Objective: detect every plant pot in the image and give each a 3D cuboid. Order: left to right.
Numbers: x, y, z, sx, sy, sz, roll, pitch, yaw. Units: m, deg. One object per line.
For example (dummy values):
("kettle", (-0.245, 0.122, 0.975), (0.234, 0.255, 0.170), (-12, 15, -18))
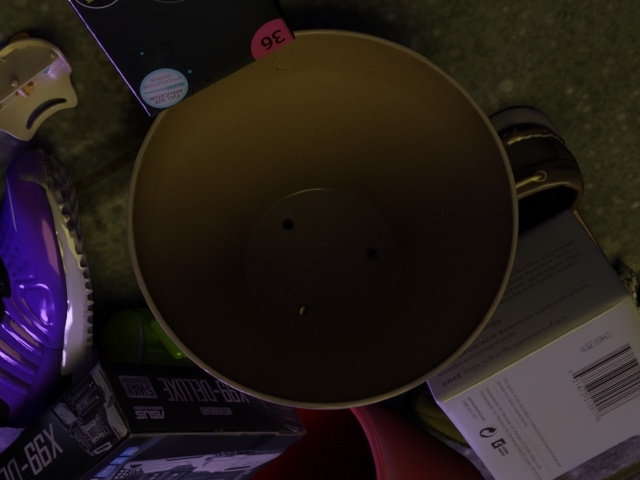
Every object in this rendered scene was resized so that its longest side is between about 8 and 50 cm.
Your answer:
("plant pot", (0.000, 0.000, 0.962), (0.284, 0.284, 0.191), (-17, 168, -5))
("plant pot", (0.034, 0.286, 1.219), (0.243, 0.275, 0.275), (21, 120, -45))

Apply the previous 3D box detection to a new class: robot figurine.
("robot figurine", (-0.149, 0.095, 1.096), (0.115, 0.067, 0.101), (4, 158, -24))

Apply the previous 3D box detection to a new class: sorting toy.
("sorting toy", (-0.221, -0.109, 0.912), (0.083, 0.045, 0.075), (-37, 146, -2))

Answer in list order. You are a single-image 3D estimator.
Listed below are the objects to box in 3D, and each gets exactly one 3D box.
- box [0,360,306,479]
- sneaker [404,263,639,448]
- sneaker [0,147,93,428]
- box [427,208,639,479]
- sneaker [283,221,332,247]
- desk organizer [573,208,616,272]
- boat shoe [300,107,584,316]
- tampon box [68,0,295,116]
("box", (-0.199, 0.229, 1.107), (0.307, 0.076, 0.242), (-41, 152, 23))
("sneaker", (0.282, 0.113, 1.256), (0.410, 0.158, 0.182), (-6, 100, -12))
("sneaker", (-0.266, 0.059, 0.999), (0.146, 0.102, 0.293), (-5, 131, -14))
("box", (0.191, 0.102, 1.053), (0.182, 0.119, 0.181), (-30, 132, 7))
("sneaker", (-0.026, -0.001, 1.078), (0.083, 0.035, 0.031), (-27, 133, 4))
("desk organizer", (0.243, 0.019, 1.154), (0.050, 0.047, 0.130), (-33, 109, 5))
("boat shoe", (0.101, 0.021, 1.101), (0.324, 0.097, 0.116), (-42, 130, 18))
("tampon box", (-0.112, -0.192, 0.834), (0.120, 0.101, 0.161), (-28, 134, 6))
